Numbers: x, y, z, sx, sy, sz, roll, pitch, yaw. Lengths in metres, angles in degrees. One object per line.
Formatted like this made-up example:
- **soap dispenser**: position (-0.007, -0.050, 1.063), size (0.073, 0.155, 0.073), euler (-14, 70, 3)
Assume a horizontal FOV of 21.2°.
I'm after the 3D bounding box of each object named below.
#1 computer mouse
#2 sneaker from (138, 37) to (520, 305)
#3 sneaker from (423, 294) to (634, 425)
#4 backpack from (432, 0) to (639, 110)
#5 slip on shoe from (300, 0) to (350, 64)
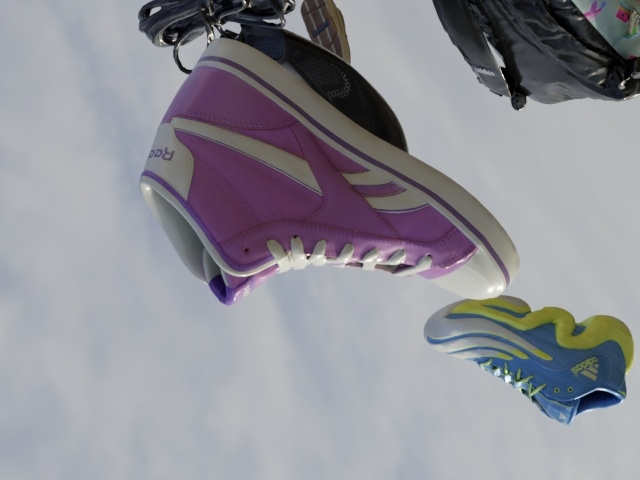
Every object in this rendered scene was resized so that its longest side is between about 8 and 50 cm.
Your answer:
- **computer mouse**: position (-0.010, -0.129, 1.442), size (0.272, 0.188, 0.072), euler (48, -124, -26)
- **sneaker**: position (-0.001, 0.000, 1.209), size (0.282, 0.102, 0.161), euler (32, -112, -12)
- **sneaker**: position (0.235, 0.135, 1.892), size (0.091, 0.240, 0.126), euler (98, 174, -50)
- **backpack**: position (0.161, -0.188, 1.251), size (0.182, 0.152, 0.115), euler (45, -121, -29)
- **slip on shoe**: position (0.012, -0.213, 1.867), size (0.041, 0.051, 0.135), euler (27, -143, -44)
